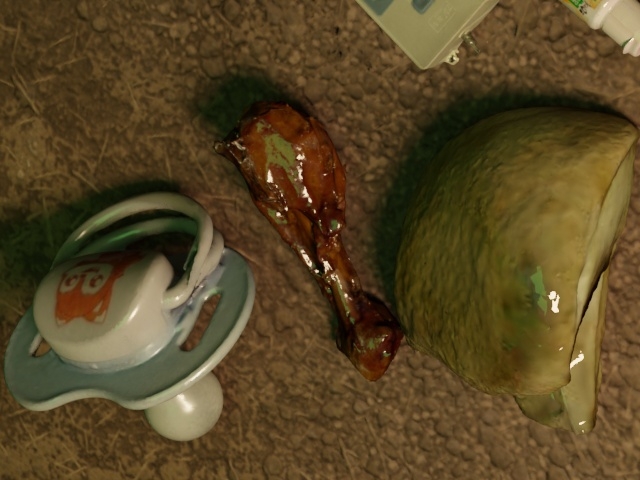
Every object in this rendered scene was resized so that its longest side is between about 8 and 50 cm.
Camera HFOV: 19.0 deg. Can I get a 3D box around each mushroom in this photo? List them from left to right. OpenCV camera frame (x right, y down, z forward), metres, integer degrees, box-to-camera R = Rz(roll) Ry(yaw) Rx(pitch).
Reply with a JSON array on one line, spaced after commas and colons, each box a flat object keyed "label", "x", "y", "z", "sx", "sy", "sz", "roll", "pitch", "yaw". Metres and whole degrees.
[{"label": "mushroom", "x": 0.157, "y": 0.031, "z": 1.751, "sx": 0.217, "sy": 0.212, "sz": 0.292, "roll": 10, "pitch": 114, "yaw": 18}]

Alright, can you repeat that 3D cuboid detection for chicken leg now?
[{"label": "chicken leg", "x": 0.000, "y": 0.000, "z": 1.894, "sx": 0.113, "sy": 0.093, "sz": 0.304, "roll": -14, "pitch": 104, "yaw": 48}]

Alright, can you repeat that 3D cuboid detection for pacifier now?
[{"label": "pacifier", "x": -0.172, "y": 0.108, "z": 1.972, "sx": 0.299, "sy": 0.244, "sz": 0.233, "roll": -2, "pitch": 132, "yaw": 34}]

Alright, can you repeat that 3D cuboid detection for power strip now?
[{"label": "power strip", "x": 0.030, "y": -0.310, "z": 1.815, "sx": 0.367, "sy": 0.043, "sz": 0.106, "roll": 48, "pitch": 120, "yaw": 10}]

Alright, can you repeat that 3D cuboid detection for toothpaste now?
[{"label": "toothpaste", "x": 0.183, "y": -0.282, "z": 1.735, "sx": 0.314, "sy": 0.058, "sz": 0.056, "roll": 46, "pitch": 163, "yaw": 16}]
